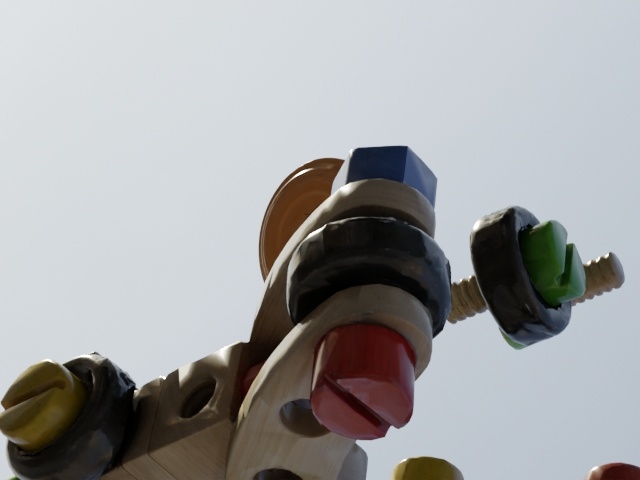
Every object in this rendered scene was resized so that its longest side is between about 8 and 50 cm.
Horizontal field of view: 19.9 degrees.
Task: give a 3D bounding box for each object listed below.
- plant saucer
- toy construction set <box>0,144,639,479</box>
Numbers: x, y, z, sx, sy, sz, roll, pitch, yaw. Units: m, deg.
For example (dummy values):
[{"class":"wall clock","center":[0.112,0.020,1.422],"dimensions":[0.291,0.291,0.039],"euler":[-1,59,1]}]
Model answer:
[{"class":"plant saucer","center":[0.000,0.000,0.897],"dimensions":[0.083,0.013,0.083],"euler":[-8,-103,39]},{"class":"toy construction set","center":[0.000,0.142,0.714],"dimensions":[0.237,0.257,0.308],"euler":[-23,-119,23]}]
